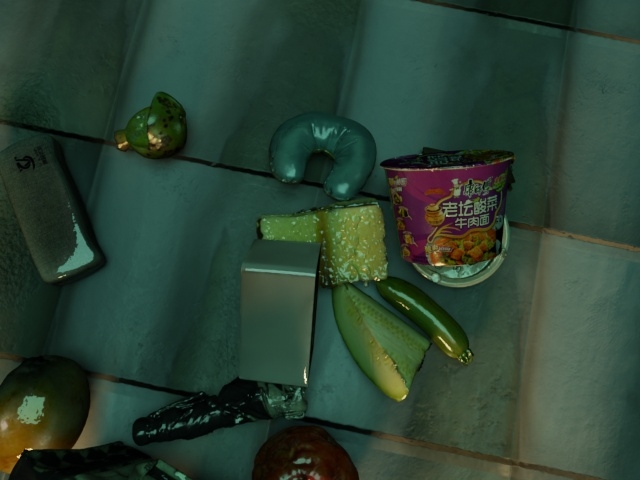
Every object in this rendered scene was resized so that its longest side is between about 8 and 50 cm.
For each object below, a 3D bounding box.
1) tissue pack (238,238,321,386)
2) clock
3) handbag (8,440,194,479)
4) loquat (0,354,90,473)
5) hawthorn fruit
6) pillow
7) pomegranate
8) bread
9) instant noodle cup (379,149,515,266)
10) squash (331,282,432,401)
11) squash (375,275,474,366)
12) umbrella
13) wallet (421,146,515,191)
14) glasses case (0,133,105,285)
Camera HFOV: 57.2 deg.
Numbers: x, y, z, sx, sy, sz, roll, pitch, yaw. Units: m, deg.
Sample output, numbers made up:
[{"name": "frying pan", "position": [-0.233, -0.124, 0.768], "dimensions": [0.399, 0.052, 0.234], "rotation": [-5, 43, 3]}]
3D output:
[{"name": "tissue pack", "position": [-0.077, 0.135, 1.136], "dimensions": [0.136, 0.159, 0.245], "rotation": [5, 111, 2]}, {"name": "clock", "position": [0.287, -0.014, 1.269], "dimensions": [0.237, 0.053, 0.236], "rotation": [0, 81, 0]}, {"name": "handbag", "position": [-0.290, 0.480, 0.983], "dimensions": [0.416, 0.316, 0.180], "rotation": [19, 76, 20]}, {"name": "loquat", "position": [-0.544, 0.333, 1.134], "dimensions": [0.179, 0.179, 0.227], "rotation": [29, 84, 5]}, {"name": "hawthorn fruit", "position": [-0.030, 0.448, 1.081], "dimensions": [0.208, 0.243, 0.207], "rotation": [0, 79, 2]}, {"name": "pillow", "position": [0.004, -0.189, 1.258], "dimensions": [0.234, 0.086, 0.214], "rotation": [18, 58, 8]}, {"name": "pomegranate", "position": [-0.356, -0.233, 1.274], "dimensions": [0.169, 0.122, 0.143], "rotation": [-35, 47, 27]}, {"name": "bread", "position": [0.000, 0.000, 1.227], "dimensions": [0.266, 0.141, 0.178], "rotation": [-7, 118, -5]}, {"name": "instant noodle cup", "position": [0.245, -0.066, 1.126], "dimensions": [0.251, 0.251, 0.190], "rotation": [-6, 103, -2]}, {"name": "squash", "position": [0.085, 0.201, 1.197], "dimensions": [0.252, 0.169, 0.093], "rotation": [36, 124, 5]}, {"name": "squash", "position": [0.223, 0.159, 1.229], "dimensions": [0.258, 0.069, 0.069], "rotation": [41, 81, 5]}, {"name": "umbrella", "position": [-0.199, 0.332, 1.167], "dimensions": [0.358, 0.113, 0.106], "rotation": [-13, 102, -3]}, {"name": "wallet", "position": [0.320, -0.158, 1.280], "dimensions": [0.198, 0.110, 0.031], "rotation": [11, 123, 1]}, {"name": "glasses case", "position": [-0.578, -0.066, 1.257], "dimensions": [0.131, 0.074, 0.323], "rotation": [-24, 80, -6]}]
